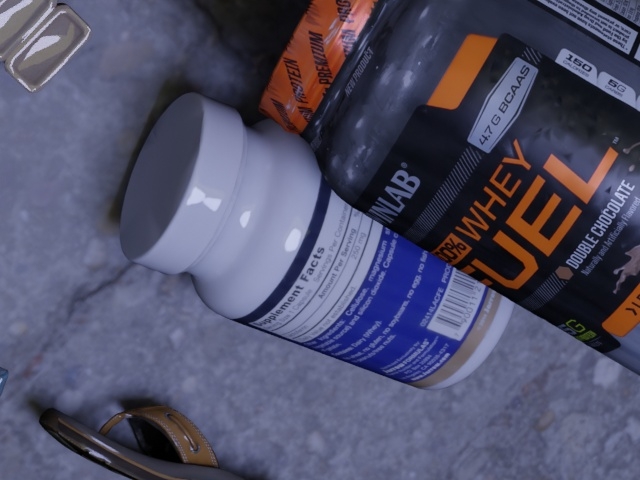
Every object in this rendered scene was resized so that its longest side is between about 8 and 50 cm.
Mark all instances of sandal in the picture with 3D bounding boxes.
[{"bbox_3d":[-0.107,0.157,1.050,0.219,0.090,0.060,22,77,-24],"label":"sandal"}]

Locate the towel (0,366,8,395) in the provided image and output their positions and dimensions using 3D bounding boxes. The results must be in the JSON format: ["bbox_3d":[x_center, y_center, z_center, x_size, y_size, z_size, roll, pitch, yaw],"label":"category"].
[{"bbox_3d":[-0.425,0.158,0.921,0.370,0.040,0.271,19,105,-26],"label":"towel"}]

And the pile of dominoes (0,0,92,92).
[{"bbox_3d":[-0.261,-0.191,0.883,0.196,0.040,0.251,-47,109,-1],"label":"pile of dominoes"}]

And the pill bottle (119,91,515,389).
[{"bbox_3d":[0.000,0.000,1.015,0.265,0.153,0.153,23,94,-25],"label":"pill bottle"}]

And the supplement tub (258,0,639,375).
[{"bbox_3d":[0.145,-0.066,0.893,0.338,0.207,0.207,30,91,-1],"label":"supplement tub"}]
